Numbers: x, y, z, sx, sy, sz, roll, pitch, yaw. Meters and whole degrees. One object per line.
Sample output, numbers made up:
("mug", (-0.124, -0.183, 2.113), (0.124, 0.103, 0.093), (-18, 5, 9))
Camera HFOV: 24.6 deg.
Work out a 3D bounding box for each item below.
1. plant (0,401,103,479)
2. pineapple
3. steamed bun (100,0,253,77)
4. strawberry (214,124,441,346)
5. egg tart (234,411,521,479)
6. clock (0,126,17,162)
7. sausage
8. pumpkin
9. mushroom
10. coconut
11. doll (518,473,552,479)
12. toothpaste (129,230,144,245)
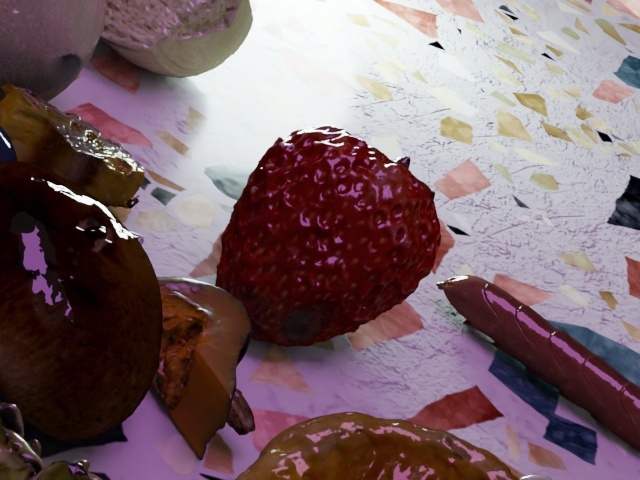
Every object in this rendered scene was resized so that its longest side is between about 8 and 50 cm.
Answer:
("plant", (-0.320, 0.271, 1.351), (0.297, 0.306, 0.261), (-33, 93, -28))
("pineapple", (-0.350, -0.116, 2.009), (0.236, 0.114, 0.186), (24, 14, -7))
("steamed bun", (-0.281, -0.399, 2.445), (0.272, 0.273, 0.290), (-39, 59, -11))
("strawberry", (0.010, -0.010, 2.024), (0.292, 0.291, 0.310), (32, 23, 6))
("egg tart", (0.066, 0.359, 1.560), (0.388, 0.169, 0.387), (8, 47, -8))
("clock", (-0.498, -0.082, 1.851), (0.243, 0.146, 0.199), (-12, 44, -38))
("sausage", (0.356, 0.178, 2.205), (0.433, 0.088, 0.088), (35, 31, 12))
("pumpkin", (-0.138, 0.147, 1.806), (0.126, 0.131, 0.248), (0, 42, -40))
("mushroom", (-0.351, 0.101, 1.647), (0.331, 0.356, 0.334), (38, -6, 21))
("coconut", (-0.465, -0.322, 2.117), (0.297, 0.297, 0.309), (-11, 46, -47))
("doll", (0.325, 0.449, 1.630), (0.226, 0.215, 0.370), (11, 32, -22))
("toothpaste", (-0.336, -0.025, 2.000), (0.197, 0.035, 0.057), (25, 46, -8))
